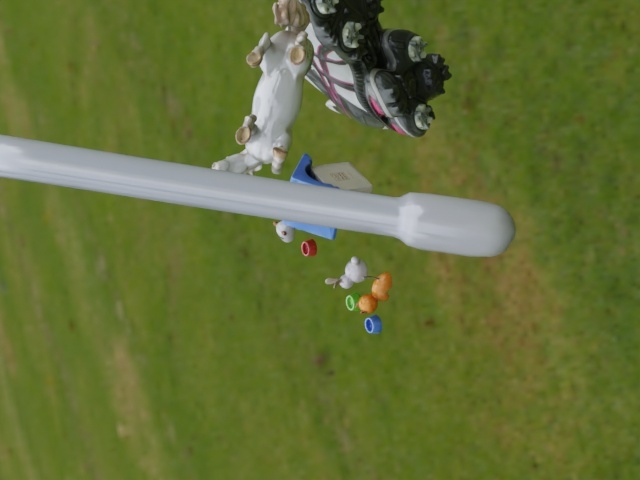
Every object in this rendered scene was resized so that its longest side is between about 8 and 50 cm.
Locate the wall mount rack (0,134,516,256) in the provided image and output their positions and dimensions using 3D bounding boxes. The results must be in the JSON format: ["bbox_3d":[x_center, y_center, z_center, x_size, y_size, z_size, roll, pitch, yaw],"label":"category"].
[{"bbox_3d":[-0.112,0.071,0.539,0.304,0.130,0.350,9,89,32],"label":"wall mount rack"}]

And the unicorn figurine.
[{"bbox_3d":[-0.037,-0.087,1.085,0.162,0.060,0.111,-59,2,7],"label":"unicorn figurine"}]

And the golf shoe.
[{"bbox_3d":[0.005,-0.187,1.378,0.120,0.105,0.273,5,145,36],"label":"golf shoe"}]

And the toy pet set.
[{"bbox_3d":[0.000,0.000,1.249,0.122,0.065,0.114,48,137,43],"label":"toy pet set"}]
